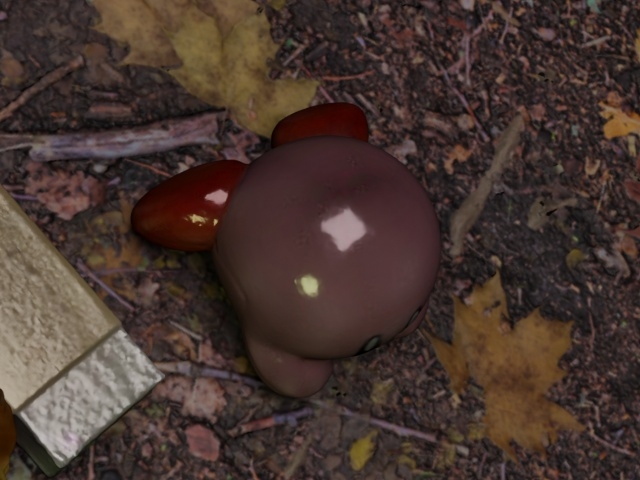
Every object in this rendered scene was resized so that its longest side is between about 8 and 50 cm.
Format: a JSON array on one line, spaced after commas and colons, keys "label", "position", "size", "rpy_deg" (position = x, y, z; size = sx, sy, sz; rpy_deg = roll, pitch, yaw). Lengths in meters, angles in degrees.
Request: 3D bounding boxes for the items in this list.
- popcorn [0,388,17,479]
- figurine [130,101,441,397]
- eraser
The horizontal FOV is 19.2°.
[{"label": "popcorn", "position": [-0.389, 0.248, 1.599], "size": [0.332, 0.225, 0.265], "rpy_deg": [-35, 74, -5]}, {"label": "figurine", "position": [-0.002, -0.008, 1.824], "size": [0.270, 0.211, 0.261], "rpy_deg": [-28, 83, -26]}, {"label": "eraser", "position": [-0.310, 0.048, 1.764], "size": [0.144, 0.078, 0.343], "rpy_deg": [-42, 90, -26]}]
